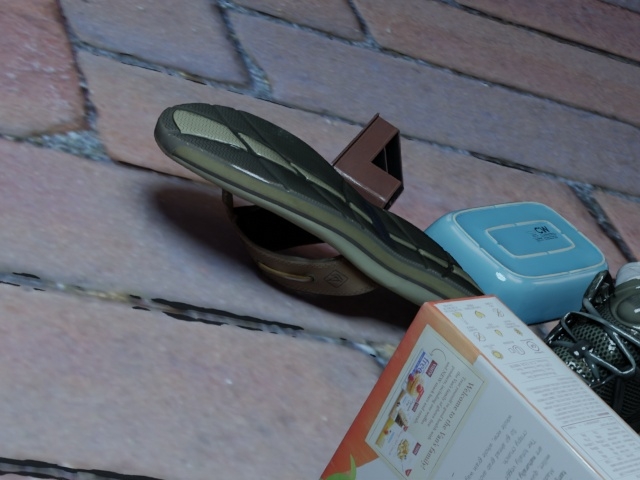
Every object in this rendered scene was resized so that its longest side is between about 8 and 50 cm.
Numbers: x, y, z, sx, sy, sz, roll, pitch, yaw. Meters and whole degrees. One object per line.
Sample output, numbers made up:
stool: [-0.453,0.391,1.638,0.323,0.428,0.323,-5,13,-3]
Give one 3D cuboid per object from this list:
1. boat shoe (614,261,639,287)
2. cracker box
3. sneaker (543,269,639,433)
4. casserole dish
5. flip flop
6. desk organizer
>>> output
boat shoe: [0.318,0.064,1.333,0.184,0.066,0.063,15,30,-5]
cracker box: [0.110,0.160,0.862,0.067,0.155,0.232,-3,41,-47]
sneaker: [0.155,0.083,1.070,0.228,0.130,0.087,-7,41,-45]
casserole dish: [0.155,0.011,1.293,0.188,0.037,0.114,-7,44,-50]
flip flop: [0.000,0.000,1.136,0.277,0.080,0.112,32,18,-27]
desk organizer: [0.037,-0.048,1.274,0.050,0.047,0.130,33,27,4]
